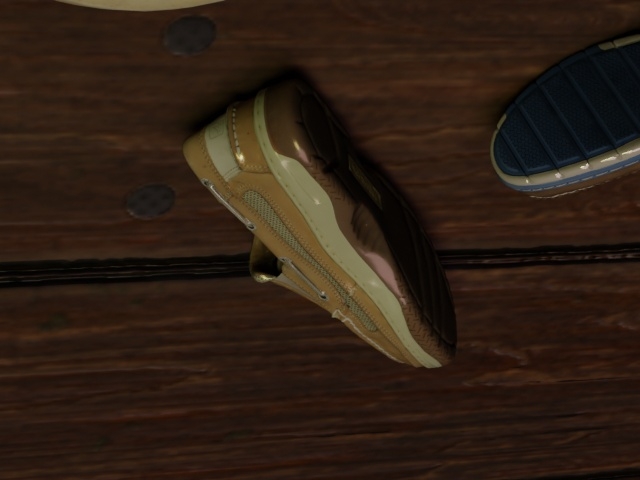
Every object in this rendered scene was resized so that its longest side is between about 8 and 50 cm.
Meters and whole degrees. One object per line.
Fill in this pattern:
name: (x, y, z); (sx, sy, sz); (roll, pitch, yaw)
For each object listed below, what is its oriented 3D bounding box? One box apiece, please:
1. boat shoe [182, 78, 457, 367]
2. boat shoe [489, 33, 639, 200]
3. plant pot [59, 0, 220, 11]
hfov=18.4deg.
boat shoe: (0.000, 0.000, 0.918); (0.072, 0.068, 0.190); (-20, 132, 19)
boat shoe: (0.168, -0.060, 0.906); (0.183, 0.066, 0.066); (-25, 141, 6)
plant pot: (-0.058, -0.177, 0.563); (0.284, 0.191, 0.284); (-13, 147, -9)
